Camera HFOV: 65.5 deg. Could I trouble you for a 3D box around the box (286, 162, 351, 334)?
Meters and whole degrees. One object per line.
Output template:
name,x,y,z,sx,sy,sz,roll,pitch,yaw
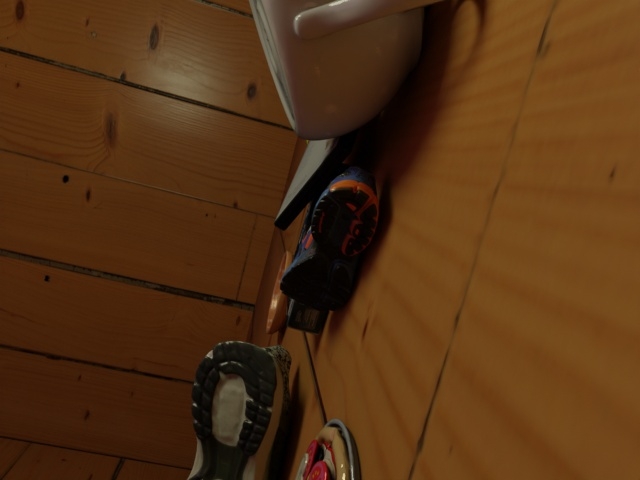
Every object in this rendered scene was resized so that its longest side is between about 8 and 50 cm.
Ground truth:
box,0.000,0.000,0.738,0.175,0.051,0.220,-101,27,-72

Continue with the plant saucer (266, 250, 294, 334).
plant saucer,-0.087,0.124,1.168,0.200,0.037,0.199,-165,90,-82

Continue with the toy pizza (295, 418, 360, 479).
toy pizza,-0.010,0.261,0.439,0.201,0.032,0.201,-166,90,-82

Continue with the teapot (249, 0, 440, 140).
teapot,0.030,-0.239,0.530,0.252,0.187,0.255,77,175,-66

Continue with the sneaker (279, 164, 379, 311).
sneaker,0.018,0.005,0.582,0.221,0.083,0.087,-61,3,43

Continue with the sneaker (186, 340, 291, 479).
sneaker,-0.106,0.343,0.763,0.182,0.158,0.409,0,-76,-67

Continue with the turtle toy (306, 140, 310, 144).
turtle toy,0.009,-0.185,0.934,0.130,0.066,0.095,-119,44,-78

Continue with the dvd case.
dvd case,0.013,-0.150,0.729,0.180,0.022,0.253,-47,18,44
